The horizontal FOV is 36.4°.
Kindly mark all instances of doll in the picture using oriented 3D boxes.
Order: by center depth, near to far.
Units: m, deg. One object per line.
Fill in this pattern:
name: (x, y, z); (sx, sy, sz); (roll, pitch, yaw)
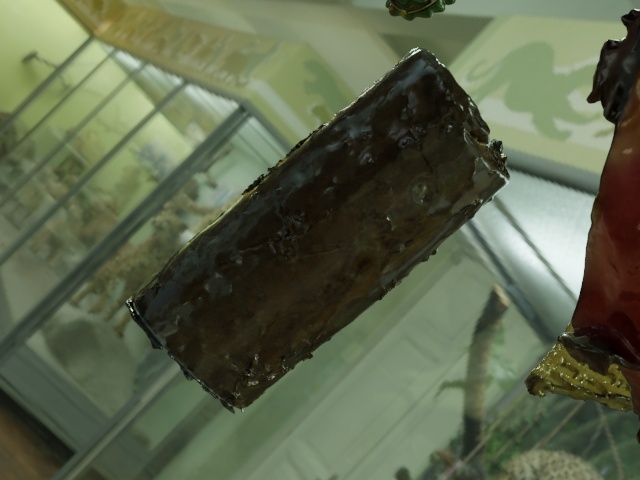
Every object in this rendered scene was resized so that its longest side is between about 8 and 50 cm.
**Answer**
doll: (0.098, -0.264, 0.914); (0.076, 0.078, 0.113); (17, -32, 15)

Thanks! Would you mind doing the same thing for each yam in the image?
yam: (0.000, 0.000, 0.680); (0.131, 0.279, 0.131); (49, 7, -9)

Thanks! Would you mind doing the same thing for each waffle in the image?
waffle: (0.252, 0.133, 0.804); (0.152, 0.097, 0.023); (34, -47, 16)

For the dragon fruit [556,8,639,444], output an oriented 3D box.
dragon fruit: (0.178, -0.027, 0.299); (0.161, 0.274, 0.126); (20, 15, -35)
